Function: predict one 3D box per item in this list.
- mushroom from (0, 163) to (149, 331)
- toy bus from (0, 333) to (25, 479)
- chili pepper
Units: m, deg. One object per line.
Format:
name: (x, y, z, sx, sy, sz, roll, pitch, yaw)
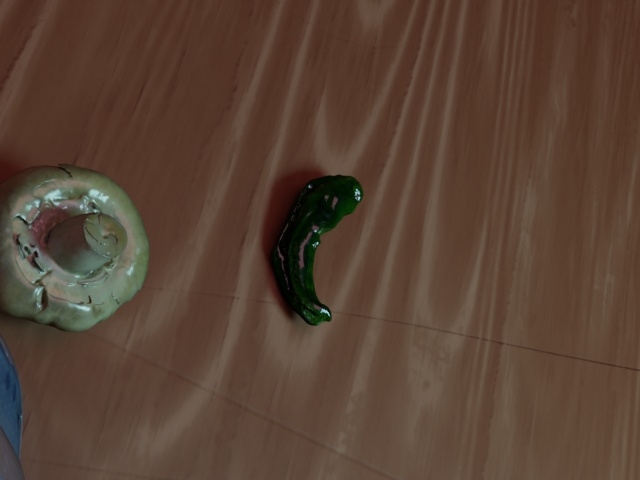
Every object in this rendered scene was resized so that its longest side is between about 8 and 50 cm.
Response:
mushroom: (-0.218, 0.007, 1.100, 0.154, 0.122, 0.154, 13, 69, -38)
toy bus: (-0.325, 0.122, 0.858, 0.197, 0.294, 0.232, 74, 19, -44)
chili pepper: (-0.005, -0.001, 1.327, 0.073, 0.050, 0.182, 38, 53, -29)
